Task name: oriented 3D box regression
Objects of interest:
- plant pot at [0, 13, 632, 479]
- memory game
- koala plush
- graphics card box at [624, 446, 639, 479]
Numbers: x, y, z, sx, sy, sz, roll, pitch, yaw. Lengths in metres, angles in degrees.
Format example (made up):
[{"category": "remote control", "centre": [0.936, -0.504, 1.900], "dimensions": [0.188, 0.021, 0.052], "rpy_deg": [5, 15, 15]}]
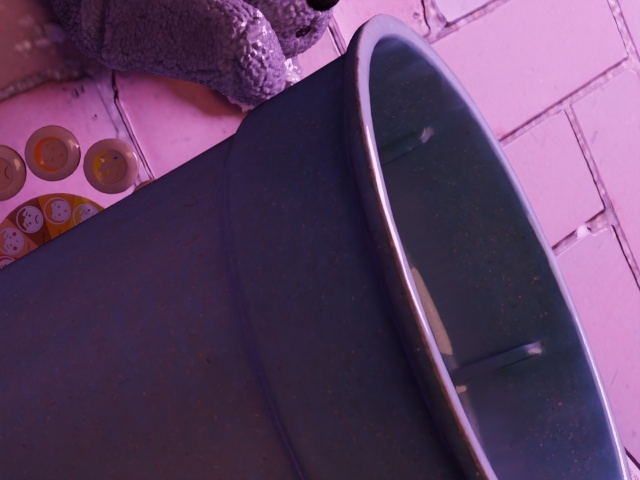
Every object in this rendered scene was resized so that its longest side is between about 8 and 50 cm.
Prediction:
[{"category": "plant pot", "centre": [-0.043, 0.098, 0.841], "dimensions": [0.341, 0.334, 0.341], "rpy_deg": [54, 23, -36]}, {"category": "memory game", "centre": [-0.169, 0.017, 0.997], "dimensions": [0.186, 0.012, 0.186], "rpy_deg": [1, 98, 4]}, {"category": "koala plush", "centre": [-0.068, -0.189, 1.102], "dimensions": [0.221, 0.203, 0.196], "rpy_deg": [5, 90, -58]}, {"category": "graphics card box", "centre": [0.180, 0.249, 1.171], "dimensions": [0.371, 0.233, 0.094], "rpy_deg": [46, 58, -23]}]
